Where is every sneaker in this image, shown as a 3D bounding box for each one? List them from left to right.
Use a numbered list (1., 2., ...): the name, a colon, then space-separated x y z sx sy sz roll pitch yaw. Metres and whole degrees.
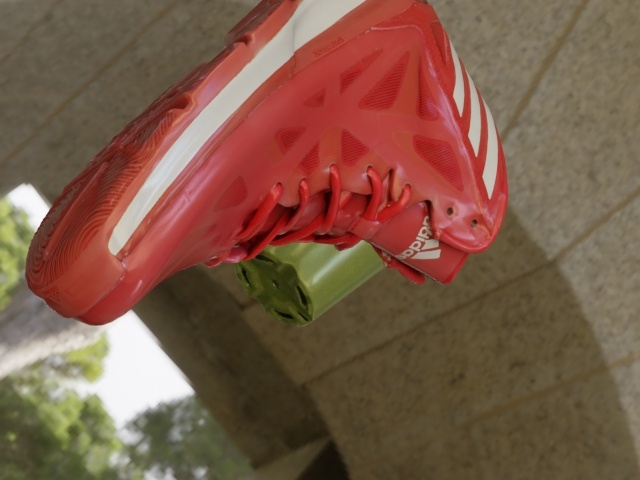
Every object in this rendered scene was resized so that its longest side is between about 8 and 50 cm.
1. sneaker: 0.004 -0.017 0.491 0.128 0.221 0.087 49 -40 -12

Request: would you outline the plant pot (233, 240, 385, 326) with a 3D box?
1. plant pot: 0.000 0.000 0.702 0.083 0.079 0.083 29 -34 22
